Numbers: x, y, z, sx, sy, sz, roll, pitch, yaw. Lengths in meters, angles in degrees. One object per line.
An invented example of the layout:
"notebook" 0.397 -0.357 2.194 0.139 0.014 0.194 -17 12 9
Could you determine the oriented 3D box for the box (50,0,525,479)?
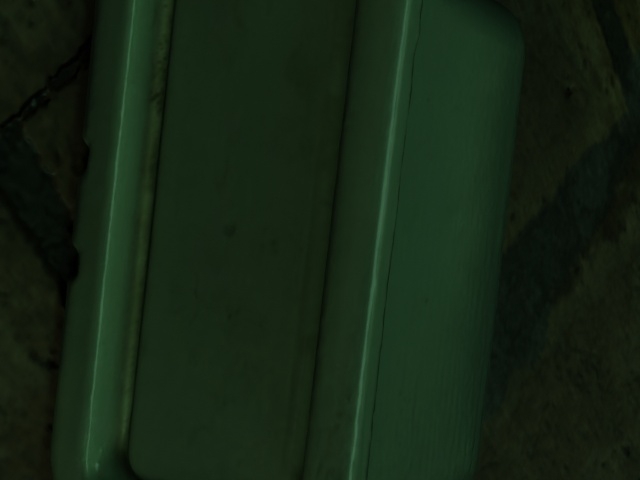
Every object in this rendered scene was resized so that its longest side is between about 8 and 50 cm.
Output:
"box" 0.000 0.000 0.720 0.182 0.175 0.311 8 89 -56
